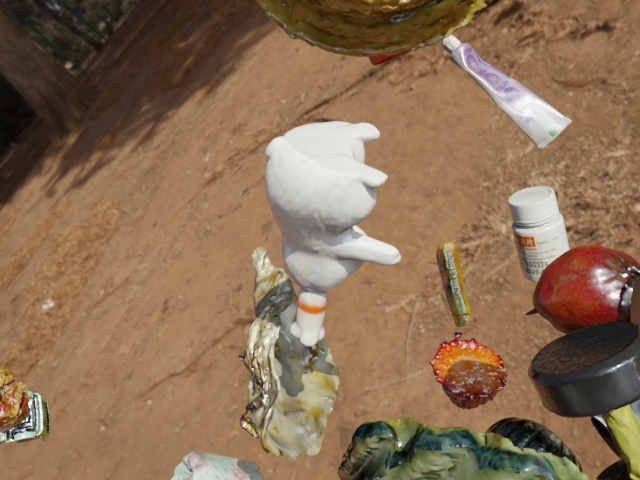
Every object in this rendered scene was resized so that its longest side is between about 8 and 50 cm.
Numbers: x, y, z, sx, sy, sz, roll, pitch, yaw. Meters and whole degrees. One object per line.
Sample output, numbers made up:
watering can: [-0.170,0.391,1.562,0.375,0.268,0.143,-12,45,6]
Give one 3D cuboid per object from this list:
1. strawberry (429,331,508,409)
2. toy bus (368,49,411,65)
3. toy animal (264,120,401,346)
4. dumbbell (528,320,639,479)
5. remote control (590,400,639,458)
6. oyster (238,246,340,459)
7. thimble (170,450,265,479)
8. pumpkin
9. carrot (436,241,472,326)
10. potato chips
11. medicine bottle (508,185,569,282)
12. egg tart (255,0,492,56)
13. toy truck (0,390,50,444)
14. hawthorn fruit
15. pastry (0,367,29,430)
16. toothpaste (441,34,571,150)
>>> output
strawberry: [0.432,0.418,1.814,0.234,0.178,0.234,-1,39,1]
toy bus: [0.172,-0.441,1.295,0.174,0.079,0.077,-19,55,12]
toy animal: [0.013,-0.007,0.722,0.138,0.282,0.140,-9,43,-4]
dumbbell: [0.498,0.315,0.986,0.203,0.322,0.204,-26,1,0]
remote control: [0.758,0.341,1.344,0.377,0.107,0.044,-25,-25,-24]
oyster: [-0.052,0.187,0.966,0.111,0.204,0.396,-27,32,15]
thimble: [-0.199,0.492,1.093,0.211,0.149,0.185,-57,29,25]
pumpkin: [0.440,0.482,1.286,0.162,0.220,0.220,-36,17,-23]
carrot: [0.410,0.134,1.849,0.070,0.070,0.260,-21,79,49]
potato chips: [0.173,0.316,0.617,0.070,0.358,0.429,-39,-15,-39]
medicine bottle: [0.620,-0.017,1.711,0.144,0.252,0.144,-15,22,6]
egg tart: [0.065,-0.428,0.734,0.443,0.443,0.178,-39,24,25]
toy truck: [-0.579,0.335,1.074,0.116,0.191,0.085,103,153,-66]
hawthorn fruit: [0.522,0.113,1.203,0.251,0.189,0.189,-30,29,50]
pastry: [-0.354,0.163,0.593,0.169,0.087,0.063,-18,70,24]
toothpaste: [0.363,-0.310,1.222,0.075,0.301,0.048,-43,-9,-12]
